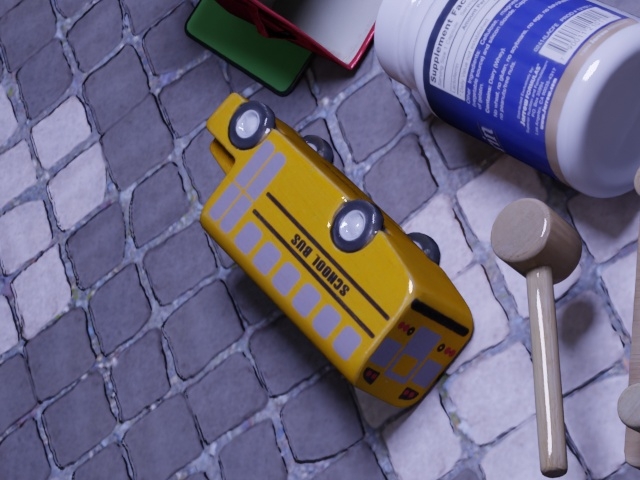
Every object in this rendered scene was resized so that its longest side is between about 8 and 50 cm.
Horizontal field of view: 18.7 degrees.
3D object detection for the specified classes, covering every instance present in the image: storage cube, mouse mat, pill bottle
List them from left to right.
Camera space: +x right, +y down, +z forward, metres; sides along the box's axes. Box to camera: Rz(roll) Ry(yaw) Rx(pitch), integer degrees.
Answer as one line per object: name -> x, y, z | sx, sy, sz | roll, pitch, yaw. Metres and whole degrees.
mouse mat -> -0.050, -0.244, 1.997 | 0.190, 0.007, 0.152 | 36, 93, 43
storage cube -> -0.037, -0.307, 1.888 | 0.193, 0.184, 0.215 | 30, 90, 42
pill bottle -> 0.177, -0.152, 1.684 | 0.265, 0.153, 0.153 | 32, 91, 42

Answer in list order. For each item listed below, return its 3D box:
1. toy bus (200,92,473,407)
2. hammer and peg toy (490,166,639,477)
toy bus -> 0.000, 0.000, 1.781 | 0.130, 0.108, 0.333 | -53, 49, 8
hammer and peg toy -> 0.311, 0.060, 1.504 | 0.361, 0.127, 0.266 | -7, 68, 35
